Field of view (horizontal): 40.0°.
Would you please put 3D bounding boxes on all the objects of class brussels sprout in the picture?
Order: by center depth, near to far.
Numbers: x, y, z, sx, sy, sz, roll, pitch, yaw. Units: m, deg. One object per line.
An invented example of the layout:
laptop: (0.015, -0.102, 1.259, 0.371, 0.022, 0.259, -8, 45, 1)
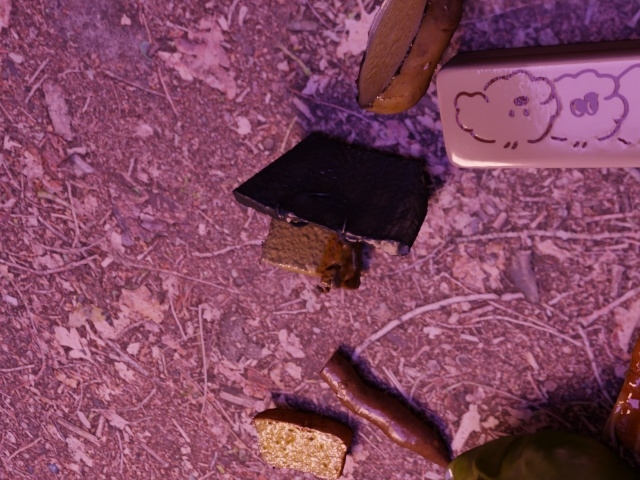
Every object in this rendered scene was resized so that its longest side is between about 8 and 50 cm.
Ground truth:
brussels sprout: (0.339, 0.466, 1.216, 0.342, 0.425, 0.361, 27, 133, -20)

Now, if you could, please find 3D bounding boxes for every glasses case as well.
glasses case: (0.314, -0.164, 1.072, 0.336, 0.076, 0.144, 1, 119, 29)

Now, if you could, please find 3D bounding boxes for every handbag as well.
handbag: (0.028, -0.062, 1.230, 0.270, 0.175, 0.089, 18, 127, 22)

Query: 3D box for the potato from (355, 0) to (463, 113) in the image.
potato: (0.118, -0.243, 1.106, 0.081, 0.164, 0.200, 13, 137, -17)

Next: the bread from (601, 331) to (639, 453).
bread: (0.496, 0.173, 1.153, 0.184, 0.114, 0.275, 18, 123, 19)

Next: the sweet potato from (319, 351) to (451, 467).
sweet potato: (0.116, 0.297, 1.473, 0.281, 0.059, 0.067, 38, 138, 5)

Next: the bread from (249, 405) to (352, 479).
bread: (-0.033, 0.362, 1.581, 0.187, 0.065, 0.103, 5, 111, 17)

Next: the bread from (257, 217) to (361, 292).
bread: (0.000, 0.000, 1.358, 0.147, 0.127, 0.152, 13, 90, 25)
